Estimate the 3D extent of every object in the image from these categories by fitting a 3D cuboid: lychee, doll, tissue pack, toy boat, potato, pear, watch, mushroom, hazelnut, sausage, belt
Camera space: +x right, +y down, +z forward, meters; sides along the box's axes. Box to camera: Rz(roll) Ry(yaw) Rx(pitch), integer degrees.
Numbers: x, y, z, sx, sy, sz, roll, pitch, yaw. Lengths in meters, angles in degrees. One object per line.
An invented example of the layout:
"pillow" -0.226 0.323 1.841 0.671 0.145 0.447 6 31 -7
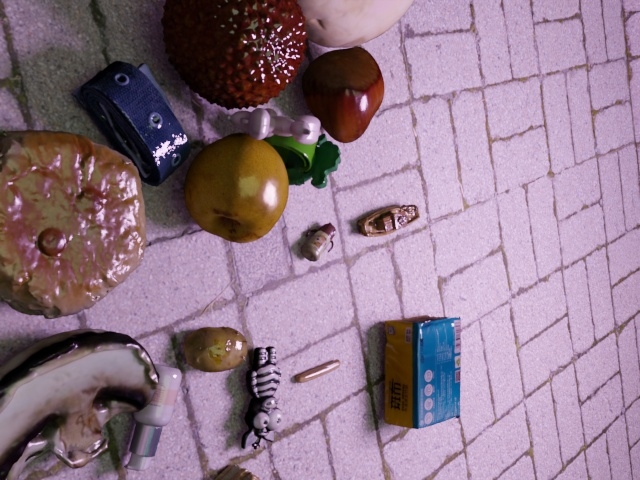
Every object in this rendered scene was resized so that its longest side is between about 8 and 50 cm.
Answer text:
"lychee" -0.161 -0.379 1.317 0.276 0.304 0.275 -1 98 -10
"doll" -0.120 0.334 1.494 0.091 0.067 0.219 5 89 -47
"tissue pack" 0.257 0.328 1.797 0.192 0.134 0.270 1 90 -42
"toy boat" 0.175 -0.047 1.757 0.206 0.072 0.064 -20 102 -42
"potato" -0.205 0.218 1.410 0.138 0.070 0.091 4 87 -43
"pear" -0.157 -0.107 1.361 0.209 0.209 0.208 -1 91 -43
"watch" -0.055 -0.197 1.480 0.152 0.165 0.131 49 51 -51
"mushroom" -0.437 0.274 1.168 0.344 0.130 0.247 -39 132 -34
"hazelnut" 0.046 -0.327 1.575 0.186 0.210 0.210 26 71 -14
"mushroom" 0.029 -0.565 1.450 0.353 0.353 0.324 -5 108 -43
"sausage" -0.004 0.302 1.630 0.132 0.024 0.024 -15 101 -43
"doll" -0.089 -0.217 1.333 0.160 0.161 0.059 -35 137 -75
"belt" -0.317 -0.216 1.264 0.128 0.122 0.218 -49 120 -35

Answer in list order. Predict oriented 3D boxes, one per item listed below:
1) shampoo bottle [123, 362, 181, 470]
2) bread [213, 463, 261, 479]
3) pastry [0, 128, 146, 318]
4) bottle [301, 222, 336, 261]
"shampoo bottle" -0.312 0.327 1.310 0.074 0.074 0.191 21 76 -41
"bread" -0.183 0.565 1.416 0.196 0.102 0.138 -40 114 -34
"pastry" -0.435 -0.028 1.147 0.330 0.136 0.329 -1 91 -45
"bottle" -0.001 -0.001 1.612 0.063 0.047 0.101 51 57 -19
